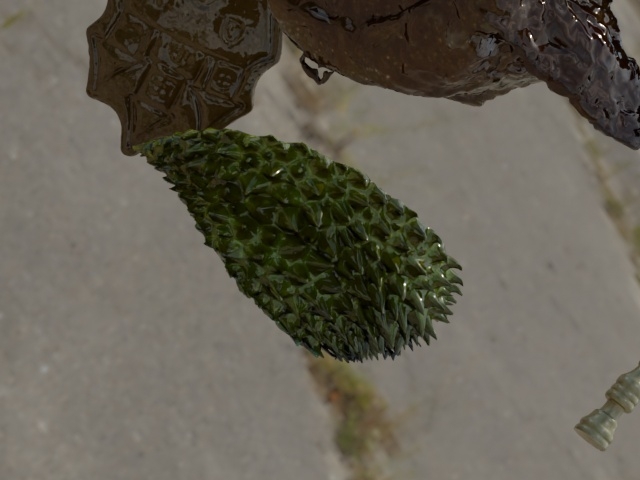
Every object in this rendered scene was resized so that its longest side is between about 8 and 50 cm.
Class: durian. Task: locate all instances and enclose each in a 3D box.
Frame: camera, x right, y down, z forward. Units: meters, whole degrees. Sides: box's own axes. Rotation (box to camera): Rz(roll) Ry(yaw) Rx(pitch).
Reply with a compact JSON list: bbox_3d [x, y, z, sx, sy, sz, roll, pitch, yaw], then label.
[{"bbox_3d":[0.000,0.000,1.604,0.352,0.158,0.169,39,6,-36],"label":"durian"}]

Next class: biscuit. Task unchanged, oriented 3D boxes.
[{"bbox_3d":[-0.138,-0.176,1.706,0.182,0.215,0.034,25,7,-6],"label":"biscuit"}]

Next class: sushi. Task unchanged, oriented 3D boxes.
[{"bbox_3d":[0.082,-0.171,1.124,0.296,0.167,0.179,21,16,40],"label":"sushi"}]

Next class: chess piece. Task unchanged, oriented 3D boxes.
[{"bbox_3d":[0.264,0.140,1.567,0.035,0.092,0.035,39,-8,7],"label":"chess piece"}]
